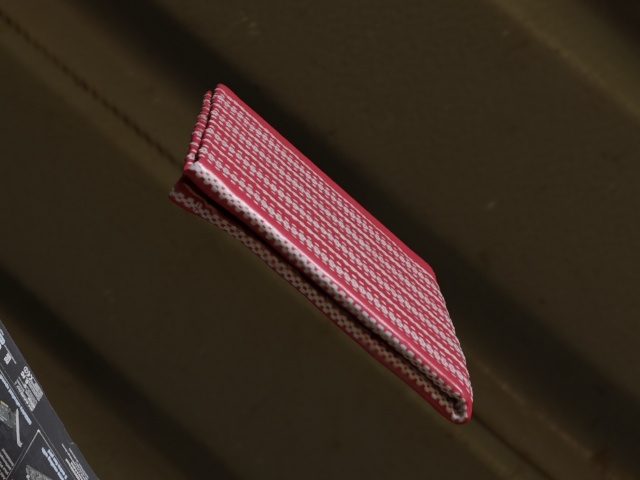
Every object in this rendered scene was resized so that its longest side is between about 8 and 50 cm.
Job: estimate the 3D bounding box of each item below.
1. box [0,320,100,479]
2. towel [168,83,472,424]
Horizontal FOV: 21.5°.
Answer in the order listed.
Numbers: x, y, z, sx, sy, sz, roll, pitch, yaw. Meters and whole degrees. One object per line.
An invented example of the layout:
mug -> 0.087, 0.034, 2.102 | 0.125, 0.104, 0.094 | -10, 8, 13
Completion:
box -> -0.238, 0.211, 1.125 | 0.076, 0.242, 0.307 | -13, -60, 26
towel -> 0.000, 0.000, 0.965 | 0.199, 0.275, 0.031 | 40, -81, -9
